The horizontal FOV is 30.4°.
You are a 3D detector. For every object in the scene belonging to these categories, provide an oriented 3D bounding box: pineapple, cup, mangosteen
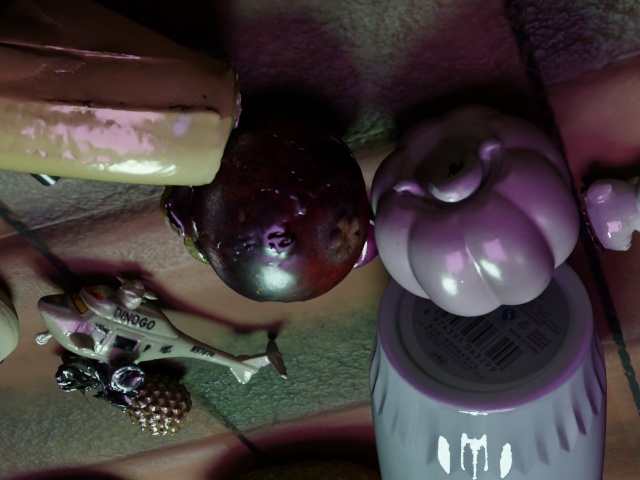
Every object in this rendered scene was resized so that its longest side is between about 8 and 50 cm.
[{"bbox_3d":[-0.226,0.170,1.346,0.159,0.074,0.074,29,134,-28],"label":"pineapple"},{"bbox_3d":[0.179,0.176,1.238,0.253,0.253,0.371,-7,144,3],"label":"cup"},{"bbox_3d":[-0.051,-0.028,1.005,0.180,0.166,0.166,6,153,30],"label":"mangosteen"}]

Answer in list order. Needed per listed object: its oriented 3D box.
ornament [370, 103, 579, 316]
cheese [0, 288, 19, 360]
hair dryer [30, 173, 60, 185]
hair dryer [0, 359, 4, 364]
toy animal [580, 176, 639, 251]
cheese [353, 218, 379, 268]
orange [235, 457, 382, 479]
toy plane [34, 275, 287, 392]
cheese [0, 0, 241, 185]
[{"bbox_3d":[0.127,-0.030,0.998,0.177,0.177,0.177,-3,146,-2],"label":"ornament"},{"bbox_3d":[-0.402,0.060,1.160,0.137,0.064,0.227,-23,141,22],"label":"cheese"},{"bbox_3d":[-0.220,-0.079,1.012,0.083,0.026,0.047,-21,144,17],"label":"hair dryer"},{"bbox_3d":[-0.393,0.148,1.313,0.100,0.057,0.198,22,129,-34],"label":"hair dryer"},{"bbox_3d":[0.307,-0.042,1.093,0.124,0.071,0.085,-14,127,28],"label":"toy animal"},{"bbox_3d":[0.000,0.000,1.144,0.145,0.038,0.095,2,144,1],"label":"cheese"},{"bbox_3d":[-0.003,0.441,1.610,0.329,0.249,0.329,3,145,2],"label":"orange"},{"bbox_3d":[-0.167,0.103,1.244,0.286,0.092,0.108,25,111,-34],"label":"toy plane"},{"bbox_3d":[-0.208,-0.108,0.814,0.316,0.128,0.259,14,179,-8],"label":"cheese"}]
